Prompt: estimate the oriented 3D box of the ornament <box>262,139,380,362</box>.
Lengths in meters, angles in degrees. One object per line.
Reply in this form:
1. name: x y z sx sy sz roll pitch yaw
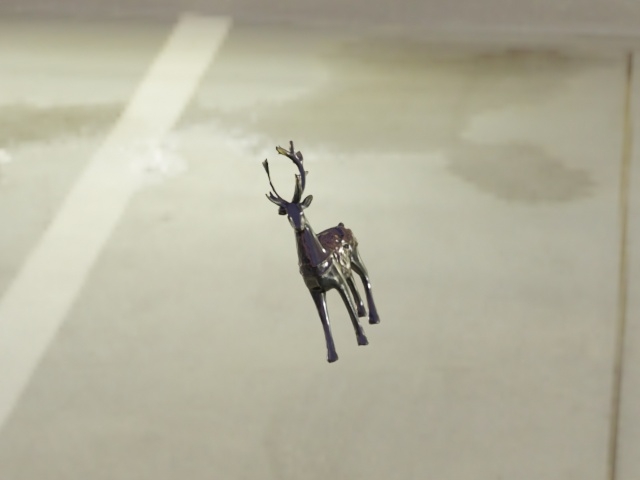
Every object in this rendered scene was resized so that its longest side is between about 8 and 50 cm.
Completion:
1. ornament: 0.000 0.000 1.020 0.028 0.125 0.073 -16 18 22
